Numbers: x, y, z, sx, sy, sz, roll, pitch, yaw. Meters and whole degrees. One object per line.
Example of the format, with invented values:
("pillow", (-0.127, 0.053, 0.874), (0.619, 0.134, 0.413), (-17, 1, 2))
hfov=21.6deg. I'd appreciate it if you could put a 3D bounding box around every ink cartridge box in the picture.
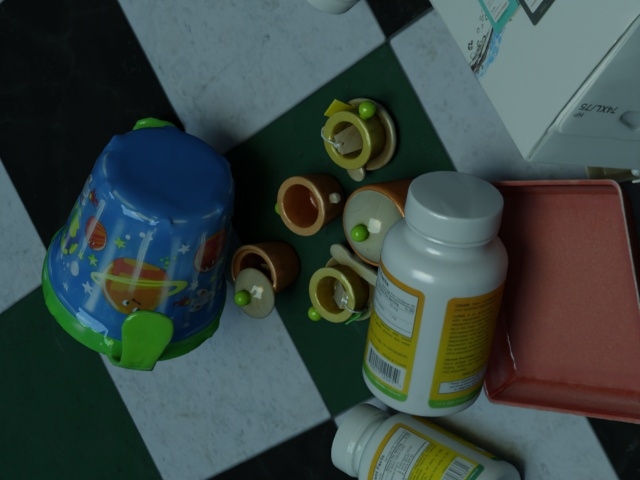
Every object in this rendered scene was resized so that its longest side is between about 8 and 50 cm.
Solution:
("ink cartridge box", (0.253, -0.227, 1.561), (0.197, 0.198, 0.270), (-55, 48, 37))

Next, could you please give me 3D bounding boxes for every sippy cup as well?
("sippy cup", (-0.206, -0.010, 2.038), (0.305, 0.240, 0.224), (49, 140, 25))

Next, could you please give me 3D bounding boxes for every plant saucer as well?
("plant saucer", (0.257, 0.057, 1.792), (0.258, 0.047, 0.259), (2, 106, 52))

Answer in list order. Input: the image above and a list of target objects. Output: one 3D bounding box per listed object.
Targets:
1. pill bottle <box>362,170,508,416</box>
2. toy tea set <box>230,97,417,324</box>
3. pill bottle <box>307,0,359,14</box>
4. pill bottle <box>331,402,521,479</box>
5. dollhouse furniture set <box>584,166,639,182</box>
("pill bottle", (0.127, 0.055, 1.806), (0.136, 0.136, 0.246), (29, 127, 30))
("toy tea set", (0.000, 0.000, 1.962), (0.200, 0.124, 0.336), (49, 130, 16))
("pill bottle", (0.062, -0.338, 1.792), (0.216, 0.121, 0.121), (-39, 79, 41))
("pill bottle", (0.119, 0.272, 1.964), (0.208, 0.117, 0.118), (25, 120, 31))
("dollhouse furniture set", (0.312, -0.052, 1.709), (0.114, 0.081, 0.091), (-11, 98, 42))
